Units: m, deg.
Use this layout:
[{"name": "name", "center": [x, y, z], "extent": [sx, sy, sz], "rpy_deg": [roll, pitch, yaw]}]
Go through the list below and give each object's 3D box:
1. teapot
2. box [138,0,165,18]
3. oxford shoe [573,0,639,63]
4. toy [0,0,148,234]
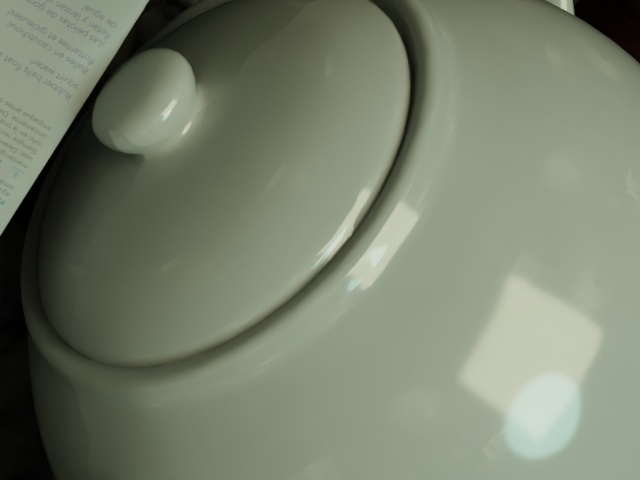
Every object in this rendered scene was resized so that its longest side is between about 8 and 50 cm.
[{"name": "teapot", "center": [0.000, 0.000, 0.622], "extent": [0.187, 0.252, 0.256], "rpy_deg": [46, 19, -39]}, {"name": "box", "center": [-0.094, -0.209, 0.637], "extent": [0.216, 0.060, 0.270], "rpy_deg": [-38, 119, -35]}, {"name": "oxford shoe", "center": [0.146, -0.151, 0.683], "extent": [0.130, 0.123, 0.348], "rpy_deg": [-20, 124, -12]}, {"name": "toy", "center": [-0.143, -0.052, 0.568], "extent": [0.137, 0.056, 0.237], "rpy_deg": [31, 100, -18]}]
